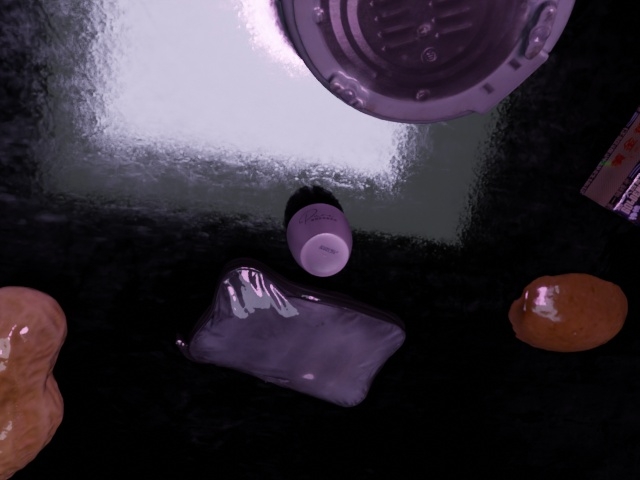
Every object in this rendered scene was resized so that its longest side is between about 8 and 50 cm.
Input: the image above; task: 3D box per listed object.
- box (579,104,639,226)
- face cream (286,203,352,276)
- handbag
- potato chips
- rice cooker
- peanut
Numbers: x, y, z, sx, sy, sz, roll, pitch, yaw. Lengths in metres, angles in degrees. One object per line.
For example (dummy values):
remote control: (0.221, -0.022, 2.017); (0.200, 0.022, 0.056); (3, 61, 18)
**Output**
box: (0.572, -0.082, 0.758); (0.310, 0.084, 0.198); (22, 110, -17)
face cream: (0.000, 0.000, 0.708); (0.091, 0.095, 0.091); (-3, 115, -6)
handbag: (-0.038, 0.150, 0.790); (0.332, 0.075, 0.192); (22, 113, -20)
potato chips: (0.414, 0.126, 0.851); (0.201, 0.049, 0.150); (16, 106, -8)
rice cooker: (0.102, -0.275, 0.495); (0.316, 0.317, 0.264); (27, 134, -18)
peanut: (-0.440, 0.204, 0.722); (0.149, 0.149, 0.313); (10, 108, -12)
